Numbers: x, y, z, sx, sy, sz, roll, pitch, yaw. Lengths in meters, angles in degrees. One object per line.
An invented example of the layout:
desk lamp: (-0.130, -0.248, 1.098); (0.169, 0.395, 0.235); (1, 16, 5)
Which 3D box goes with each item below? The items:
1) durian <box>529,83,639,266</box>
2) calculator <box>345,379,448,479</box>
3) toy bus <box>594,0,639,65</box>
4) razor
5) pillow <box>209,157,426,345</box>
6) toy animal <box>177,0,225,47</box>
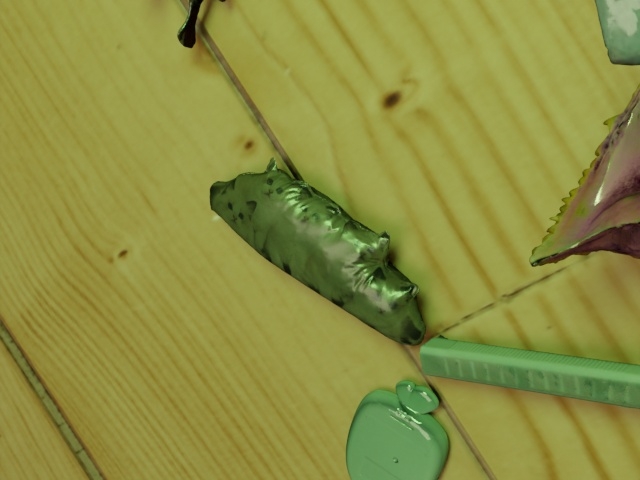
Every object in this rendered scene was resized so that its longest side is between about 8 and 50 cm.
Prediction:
durian: (0.279, -0.066, 0.596); (0.260, 0.154, 0.186); (8, 98, 48)
calculator: (0.069, 0.189, 0.936); (0.095, 0.021, 0.153); (31, 129, 20)
toy bus: (0.218, -0.164, 0.476); (0.138, 0.317, 0.112); (-7, 108, 33)
razor: (0.199, 0.103, 0.781); (0.278, 0.056, 0.111); (0, 112, 35)
pillow: (-0.001, -0.001, 0.878); (0.241, 0.051, 0.093); (34, 127, 21)
toy animal: (-0.098, -0.263, 0.832); (0.105, 0.070, 0.202); (38, 122, 3)
